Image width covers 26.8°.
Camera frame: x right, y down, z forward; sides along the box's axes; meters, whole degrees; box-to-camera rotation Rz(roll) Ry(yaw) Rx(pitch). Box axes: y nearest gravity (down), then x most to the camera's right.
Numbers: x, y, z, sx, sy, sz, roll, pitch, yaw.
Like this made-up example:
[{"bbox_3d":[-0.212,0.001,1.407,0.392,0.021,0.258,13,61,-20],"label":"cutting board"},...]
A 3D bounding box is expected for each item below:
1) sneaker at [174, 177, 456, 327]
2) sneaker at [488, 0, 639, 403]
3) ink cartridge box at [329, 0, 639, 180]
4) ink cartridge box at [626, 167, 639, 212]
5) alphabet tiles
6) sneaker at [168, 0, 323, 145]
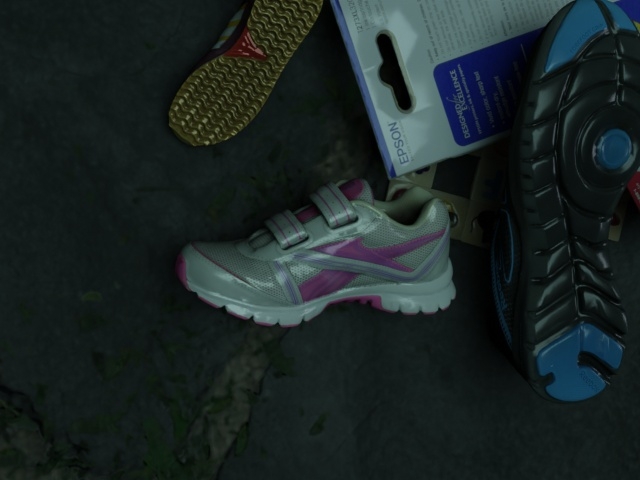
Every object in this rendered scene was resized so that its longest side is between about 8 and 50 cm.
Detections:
[{"bbox_3d":[0.000,0.000,1.128,0.252,0.103,0.111,-4,114,-24],"label":"sneaker"},{"bbox_3d":[0.193,-0.038,1.153,0.125,0.140,0.340,1,103,-19],"label":"sneaker"},{"bbox_3d":[0.189,-0.195,1.202,0.371,0.069,0.175,-21,98,-18],"label":"ink cartridge box"},{"bbox_3d":[0.348,-0.099,1.179,0.175,0.072,0.127,-32,71,27],"label":"ink cartridge box"},{"bbox_3d":[0.186,-0.085,1.242,0.237,0.009,0.198,15,87,-17],"label":"alphabet tiles"},{"bbox_3d":[-0.058,-0.158,1.139,0.070,0.084,0.185,39,107,-10],"label":"sneaker"}]
